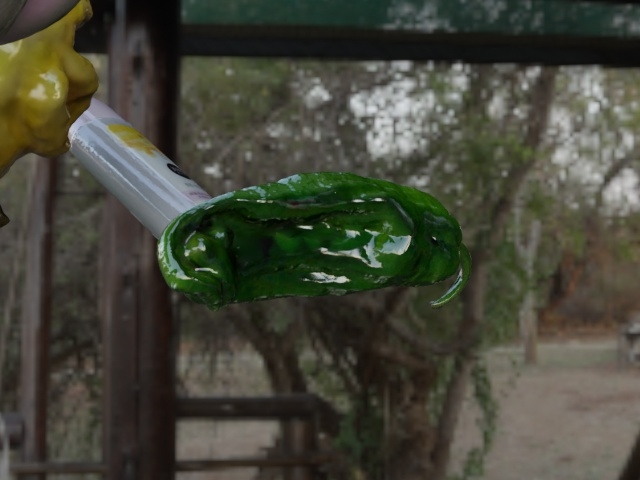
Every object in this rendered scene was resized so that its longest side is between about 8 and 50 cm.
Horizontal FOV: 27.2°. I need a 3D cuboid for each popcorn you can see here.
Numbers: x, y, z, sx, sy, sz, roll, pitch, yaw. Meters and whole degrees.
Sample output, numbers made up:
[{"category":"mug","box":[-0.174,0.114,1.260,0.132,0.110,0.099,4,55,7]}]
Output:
[{"category":"popcorn","box":[-0.366,-0.173,1.234,0.316,0.297,0.281,34,-23,24]}]

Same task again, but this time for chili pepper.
[{"category":"chili pepper","box":[0.003,0.003,0.890,0.257,0.100,0.074,-4,-6,-30]}]

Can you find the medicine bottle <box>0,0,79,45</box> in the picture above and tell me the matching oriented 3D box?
[{"category":"medicine bottle","box":[-0.222,-0.223,0.748,0.241,0.241,0.302,-1,34,18]}]

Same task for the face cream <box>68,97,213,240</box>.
[{"category":"face cream","box":[-0.198,-0.067,1.482,0.269,0.073,0.107,41,7,32]}]
